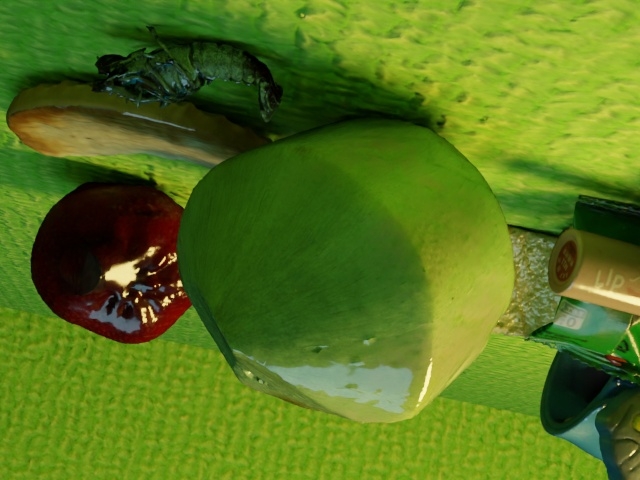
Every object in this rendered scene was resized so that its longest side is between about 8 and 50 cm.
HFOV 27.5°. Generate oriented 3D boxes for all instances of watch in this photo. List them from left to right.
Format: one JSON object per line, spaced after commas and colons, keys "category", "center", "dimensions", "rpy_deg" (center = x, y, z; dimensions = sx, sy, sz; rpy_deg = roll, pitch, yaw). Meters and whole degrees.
{"category": "watch", "center": [0.388, 0.191, 1.600], "dimensions": [0.241, 0.305, 0.274], "rpy_deg": [32, 156, -7]}

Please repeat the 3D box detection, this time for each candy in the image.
{"category": "candy", "center": [0.321, 0.055, 1.413], "dimensions": [0.141, 0.203, 0.078], "rpy_deg": [9, -155, -13]}

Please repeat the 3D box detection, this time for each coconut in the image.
{"category": "coconut", "center": [0.014, 0.028, 1.219], "dimensions": [0.328, 0.281, 0.328], "rpy_deg": [11, -149, -7]}

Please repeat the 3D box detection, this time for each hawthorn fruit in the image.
{"category": "hawthorn fruit", "center": [-0.284, 0.022, 1.752], "dimensions": [0.230, 0.210, 0.266], "rpy_deg": [14, 180, -30]}

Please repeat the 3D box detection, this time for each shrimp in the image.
{"category": "shrimp", "center": [-0.118, -0.152, 1.144], "dimensions": [0.174, 0.076, 0.082], "rpy_deg": [6, -152, 5]}

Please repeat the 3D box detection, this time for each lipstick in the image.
{"category": "lipstick", "center": [0.362, 0.050, 1.344], "dimensions": [0.254, 0.070, 0.070], "rpy_deg": [14, 168, -16]}

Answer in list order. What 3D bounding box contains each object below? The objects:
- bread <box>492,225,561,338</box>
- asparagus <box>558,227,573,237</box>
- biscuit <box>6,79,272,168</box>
{"category": "bread", "center": [0.252, 0.043, 1.605], "dimensions": [0.147, 0.127, 0.152], "rpy_deg": [10, 151, 6]}
{"category": "asparagus", "center": [0.301, -0.013, 1.477], "dimensions": [0.018, 0.015, 0.127], "rpy_deg": [16, 168, -15]}
{"category": "biscuit", "center": [-0.200, -0.121, 1.372], "dimensions": [0.309, 0.040, 0.204], "rpy_deg": [7, 168, 19]}
